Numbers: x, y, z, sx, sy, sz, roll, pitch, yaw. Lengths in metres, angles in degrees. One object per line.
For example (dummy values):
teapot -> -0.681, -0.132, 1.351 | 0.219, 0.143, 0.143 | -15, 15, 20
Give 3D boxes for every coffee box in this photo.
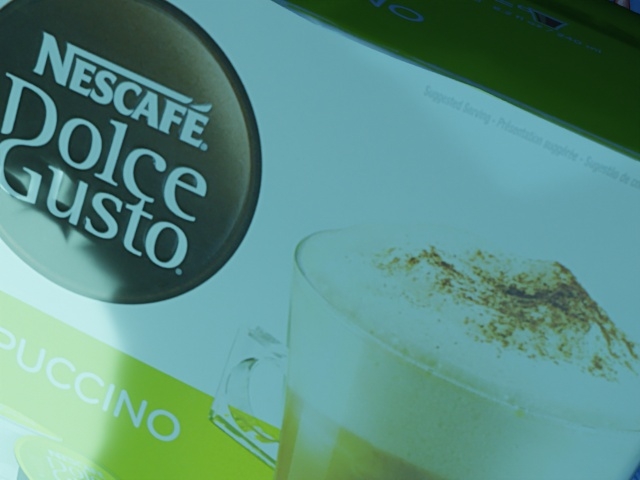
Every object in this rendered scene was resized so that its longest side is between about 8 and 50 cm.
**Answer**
coffee box -> 0.000, 0.000, 0.594 | 0.337, 0.338, 0.334 | 25, 116, 5

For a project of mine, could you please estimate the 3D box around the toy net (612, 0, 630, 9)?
toy net -> 0.181, -0.108, 0.724 | 0.232, 0.045, 0.122 | -30, 94, 14
